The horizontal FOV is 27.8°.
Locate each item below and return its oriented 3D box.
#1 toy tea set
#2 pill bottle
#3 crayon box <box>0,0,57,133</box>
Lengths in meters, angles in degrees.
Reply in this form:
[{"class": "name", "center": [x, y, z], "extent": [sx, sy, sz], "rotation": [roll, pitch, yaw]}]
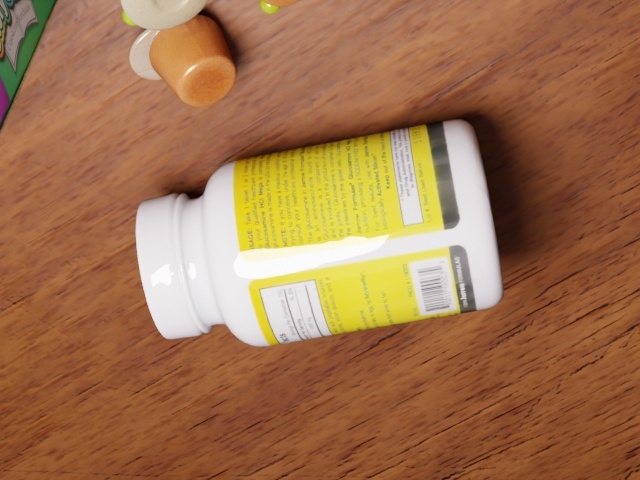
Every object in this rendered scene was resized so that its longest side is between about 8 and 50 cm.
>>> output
[{"class": "toy tea set", "center": [-0.088, -0.280, 1.150], "extent": [0.200, 0.124, 0.336], "rotation": [16, 123, -46]}, {"class": "pill bottle", "center": [0.000, 0.000, 1.262], "extent": [0.334, 0.188, 0.188], "rotation": [-10, 122, 6]}, {"class": "crayon box", "center": [-0.395, -0.149, 1.057], "extent": [0.313, 0.363, 0.106], "rotation": [-13, 122, 8]}]
